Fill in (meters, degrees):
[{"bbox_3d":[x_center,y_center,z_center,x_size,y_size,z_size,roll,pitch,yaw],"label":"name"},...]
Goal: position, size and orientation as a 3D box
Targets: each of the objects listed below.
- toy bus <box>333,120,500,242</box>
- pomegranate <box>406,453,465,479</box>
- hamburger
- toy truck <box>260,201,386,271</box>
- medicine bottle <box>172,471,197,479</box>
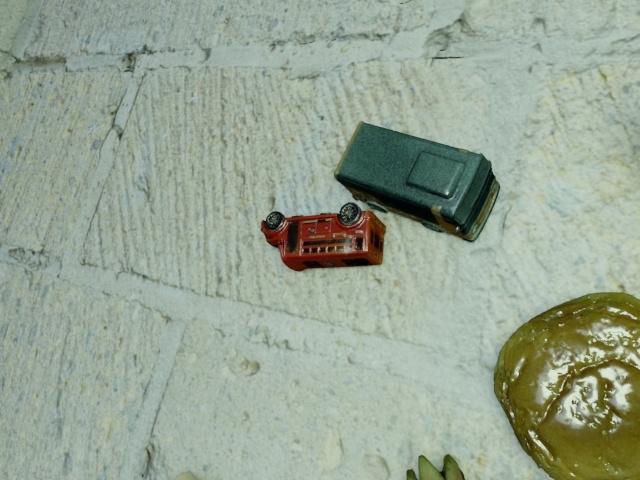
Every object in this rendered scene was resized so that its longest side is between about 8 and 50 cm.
[{"bbox_3d":[0.178,-0.113,0.958,0.275,0.167,0.139,24,85,30],"label":"toy bus"},{"bbox_3d":[0.226,0.499,0.723,0.309,0.216,0.359,-32,32,14],"label":"pomegranate"},{"bbox_3d":[0.412,0.217,0.750,0.284,0.134,0.266,-34,60,16],"label":"hamburger"},{"bbox_3d":[0.000,0.000,1.045,0.252,0.107,0.114,-5,71,25],"label":"toy truck"},{"bbox_3d":[-0.202,0.553,0.963,0.252,0.114,0.114,36,92,32],"label":"medicine bottle"}]
